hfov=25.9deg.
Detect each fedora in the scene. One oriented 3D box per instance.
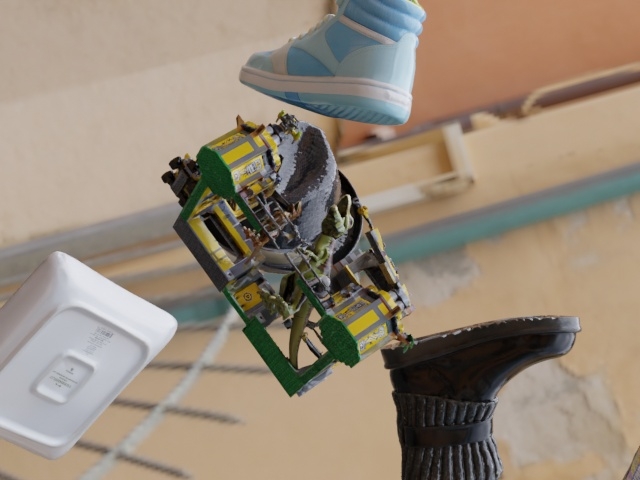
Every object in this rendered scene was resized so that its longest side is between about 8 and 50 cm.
[{"bbox_3d":[-0.055,-0.099,2.431,0.152,0.334,0.334,111,-34,-43],"label":"fedora"}]

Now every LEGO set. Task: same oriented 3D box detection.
[{"bbox_3d":[0.000,0.000,1.529,0.331,0.192,0.255,49,-31,15],"label":"LEGO set"}]

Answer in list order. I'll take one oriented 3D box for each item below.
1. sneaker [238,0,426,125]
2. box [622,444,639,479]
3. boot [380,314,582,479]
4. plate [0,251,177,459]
[{"bbox_3d":[0.026,-0.274,1.875,0.319,0.127,0.208,16,-91,46],"label":"sneaker"},{"bbox_3d":[0.469,0.218,1.368,0.177,0.279,0.290,59,-12,26],"label":"box"},{"bbox_3d":[0.280,0.267,2.294,0.131,0.348,0.260,-8,84,-79],"label":"boot"},{"bbox_3d":[-0.350,0.172,1.866,0.045,0.278,0.277,46,5,39],"label":"plate"}]
